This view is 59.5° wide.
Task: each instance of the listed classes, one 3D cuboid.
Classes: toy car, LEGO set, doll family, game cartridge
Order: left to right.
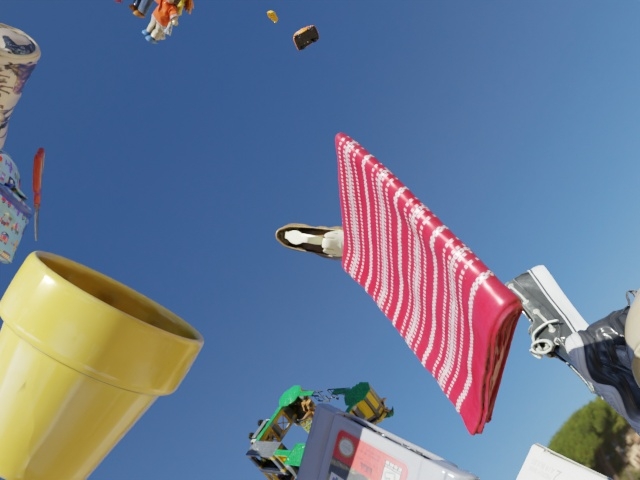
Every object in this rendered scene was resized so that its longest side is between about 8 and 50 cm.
[{"bbox_3d":[-0.396,-0.607,1.364,0.163,0.263,0.118,-48,-15,26],"label":"doll family"},{"bbox_3d":[-0.058,-0.461,1.191,0.060,0.040,0.122,-47,-50,5],"label":"toy car"},{"bbox_3d":[0.018,0.438,1.150,0.192,0.331,0.255,54,-138,-16],"label":"LEGO set"},{"bbox_3d":[0.065,0.353,0.740,0.060,0.294,0.196,16,-96,-36],"label":"game cartridge"}]

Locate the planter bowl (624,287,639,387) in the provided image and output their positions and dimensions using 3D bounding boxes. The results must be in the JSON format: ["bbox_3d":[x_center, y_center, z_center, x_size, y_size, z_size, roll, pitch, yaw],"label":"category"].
[{"bbox_3d":[0.391,0.115,0.577,0.109,0.162,0.162,-28,-45,-37],"label":"planter bowl"}]

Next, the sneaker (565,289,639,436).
[{"bbox_3d":[0.470,0.189,0.737,0.101,0.268,0.153,7,-54,-49],"label":"sneaker"}]

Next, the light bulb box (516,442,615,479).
[{"bbox_3d":[0.436,0.455,0.644,0.225,0.361,0.358,-59,6,-11],"label":"light bulb box"}]

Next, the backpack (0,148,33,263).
[{"bbox_3d":[-0.520,-0.067,0.861,0.158,0.117,0.173,98,-178,-64],"label":"backpack"}]

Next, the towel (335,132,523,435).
[{"bbox_3d":[0.088,0.038,0.557,0.031,0.275,0.199,-22,-44,-16],"label":"towel"}]

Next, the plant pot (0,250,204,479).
[{"bbox_3d":[-0.320,0.176,0.736,0.254,0.254,0.239,38,-102,-52],"label":"plant pot"}]

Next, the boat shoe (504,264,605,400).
[{"bbox_3d":[0.435,0.174,1.040,0.105,0.306,0.113,-25,-45,8],"label":"boat shoe"}]

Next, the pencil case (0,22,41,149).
[{"bbox_3d":[-0.756,-0.290,1.225,0.160,0.183,0.410,21,-57,-30],"label":"pencil case"}]

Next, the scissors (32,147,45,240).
[{"bbox_3d":[-0.705,-0.093,1.386,0.021,0.109,0.297,6,-57,-26],"label":"scissors"}]

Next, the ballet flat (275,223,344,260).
[{"bbox_3d":[0.000,0.000,1.817,0.124,0.342,0.116,1,-82,-63],"label":"ballet flat"}]
